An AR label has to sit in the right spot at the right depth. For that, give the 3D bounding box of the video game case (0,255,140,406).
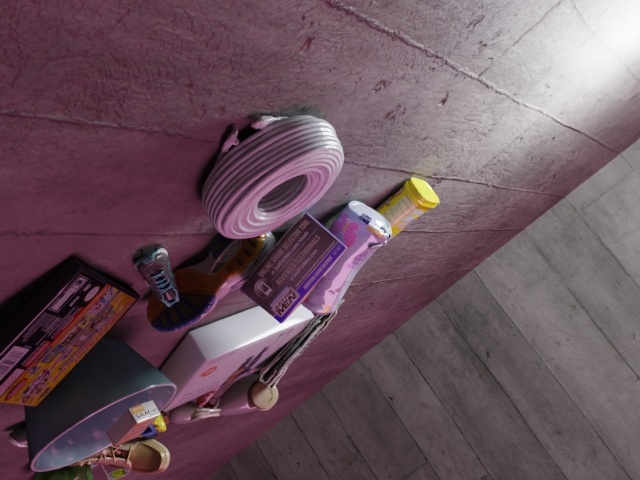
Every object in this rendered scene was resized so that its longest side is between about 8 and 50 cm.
[{"bbox_3d":[-0.452,0.163,1.301,0.275,0.035,0.248,-47,163,-6],"label":"video game case"}]

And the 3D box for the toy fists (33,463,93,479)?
[{"bbox_3d":[-0.700,0.661,2.129,0.142,0.096,0.279,7,151,-10],"label":"toy fists"}]

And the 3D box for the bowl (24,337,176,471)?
[{"bbox_3d":[-0.466,0.312,1.559,0.312,0.163,0.311,-30,162,-11],"label":"bowl"}]

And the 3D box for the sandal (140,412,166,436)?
[{"bbox_3d":[-0.487,0.437,1.952,0.138,0.126,0.317,-27,154,-7],"label":"sandal"}]

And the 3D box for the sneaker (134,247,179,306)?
[{"bbox_3d":[-0.284,0.070,1.386,0.065,0.076,0.166,-32,163,-10],"label":"sneaker"}]

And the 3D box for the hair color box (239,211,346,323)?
[{"bbox_3d":[-0.044,0.052,1.522,0.185,0.110,0.339,-49,177,0],"label":"hair color box"}]

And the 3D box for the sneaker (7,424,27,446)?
[{"bbox_3d":[-0.633,0.416,1.746,0.158,0.061,0.064,-9,123,-56],"label":"sneaker"}]

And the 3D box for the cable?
[{"bbox_3d":[-0.074,-0.103,1.281,0.257,0.089,0.257,-18,157,-42],"label":"cable"}]

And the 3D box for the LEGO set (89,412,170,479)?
[{"bbox_3d":[-0.569,0.630,2.317,0.287,0.107,0.132,-19,158,-39],"label":"LEGO set"}]

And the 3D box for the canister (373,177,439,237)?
[{"bbox_3d":[0.192,-0.071,1.884,0.170,0.073,0.126,-39,162,21],"label":"canister"}]

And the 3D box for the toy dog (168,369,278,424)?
[{"bbox_3d":[-0.278,0.442,2.297,0.334,0.160,0.220,-1,163,-33],"label":"toy dog"}]

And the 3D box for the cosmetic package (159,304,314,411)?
[{"bbox_3d":[-0.233,0.291,2.044,0.377,0.097,0.284,-18,154,-44],"label":"cosmetic package"}]

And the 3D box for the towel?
[{"bbox_3d":[-0.043,0.292,2.267,0.312,0.056,0.324,-47,176,5],"label":"towel"}]

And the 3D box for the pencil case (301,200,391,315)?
[{"bbox_3d":[0.046,0.042,1.758,0.273,0.124,0.113,-54,179,22],"label":"pencil case"}]

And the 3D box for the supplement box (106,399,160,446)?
[{"bbox_3d":[-0.372,0.364,1.533,0.098,0.036,0.062,-46,161,32],"label":"supplement box"}]

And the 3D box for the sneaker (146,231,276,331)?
[{"bbox_3d":[-0.203,0.083,1.512,0.296,0.112,0.131,-37,163,11],"label":"sneaker"}]

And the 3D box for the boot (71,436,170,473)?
[{"bbox_3d":[-0.537,0.538,1.964,0.203,0.262,0.095,35,70,-69],"label":"boot"}]
